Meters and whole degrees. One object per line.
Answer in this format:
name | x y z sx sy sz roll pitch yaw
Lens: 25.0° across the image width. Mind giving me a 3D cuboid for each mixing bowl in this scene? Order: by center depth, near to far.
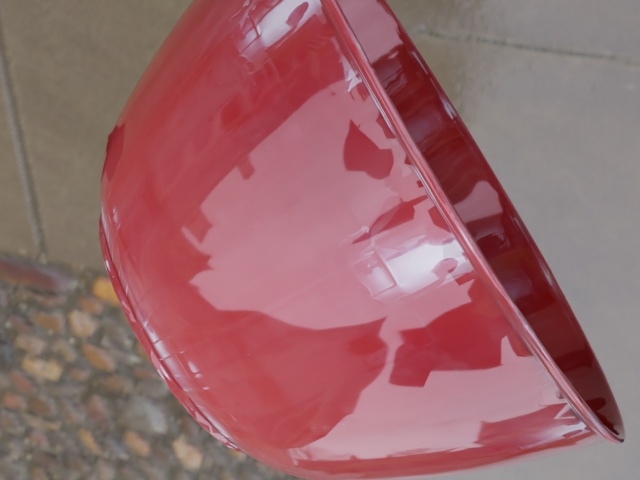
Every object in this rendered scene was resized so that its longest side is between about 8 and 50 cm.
mixing bowl | 0.000 0.000 0.418 0.098 0.181 0.181 -30 126 11
